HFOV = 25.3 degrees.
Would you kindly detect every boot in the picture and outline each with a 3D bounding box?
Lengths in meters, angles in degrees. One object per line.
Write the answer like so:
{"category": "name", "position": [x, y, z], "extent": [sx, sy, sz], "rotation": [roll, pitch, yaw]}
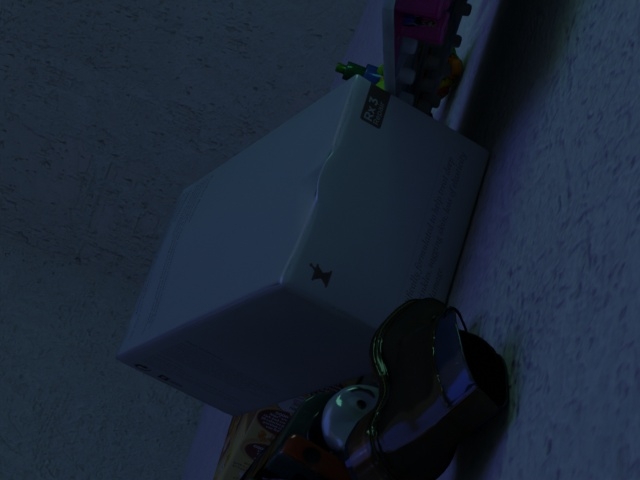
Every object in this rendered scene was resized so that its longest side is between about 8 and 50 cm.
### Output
{"category": "boot", "position": [0.090, 0.086, 0.966], "extent": [0.106, 0.082, 0.219], "rotation": [-40, 15, 29]}

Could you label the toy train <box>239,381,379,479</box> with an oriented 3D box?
{"category": "toy train", "position": [-0.026, 0.231, 1.139], "extent": [0.190, 0.142, 0.334], "rotation": [-60, 0, -33]}

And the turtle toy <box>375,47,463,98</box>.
{"category": "turtle toy", "position": [0.108, -0.184, 1.612], "extent": [0.130, 0.066, 0.095], "rotation": [-24, -17, -26]}

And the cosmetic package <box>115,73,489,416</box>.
{"category": "cosmetic package", "position": [-0.029, 0.021, 1.343], "extent": [0.385, 0.156, 0.217], "rotation": [-22, 43, 58]}

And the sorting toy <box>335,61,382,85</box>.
{"category": "sorting toy", "position": [0.013, -0.107, 2.075], "extent": [0.127, 0.126, 0.365], "rotation": [121, 169, -74]}

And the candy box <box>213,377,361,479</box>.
{"category": "candy box", "position": [-0.031, 0.168, 1.624], "extent": [0.183, 0.087, 0.316], "rotation": [-75, 10, -46]}

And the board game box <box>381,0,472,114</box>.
{"category": "board game box", "position": [0.140, -0.275, 1.334], "extent": [0.390, 0.050, 0.390], "rotation": [81, -154, -67]}

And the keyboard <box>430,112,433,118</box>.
{"category": "keyboard", "position": [0.109, -0.091, 1.637], "extent": [0.192, 0.038, 0.100], "rotation": [126, 142, -65]}
